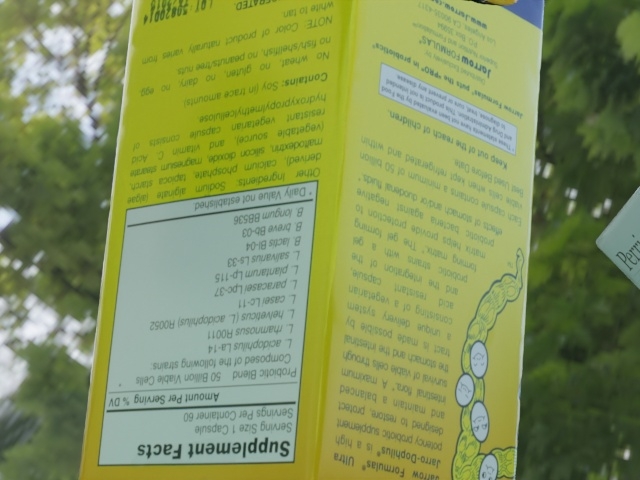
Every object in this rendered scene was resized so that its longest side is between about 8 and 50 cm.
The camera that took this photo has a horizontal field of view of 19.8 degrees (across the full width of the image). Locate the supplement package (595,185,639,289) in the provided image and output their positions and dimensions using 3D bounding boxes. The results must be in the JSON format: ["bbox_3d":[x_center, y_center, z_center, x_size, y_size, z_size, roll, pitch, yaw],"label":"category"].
[{"bbox_3d":[0.304,0.024,0.832,0.293,0.175,0.177,47,-21,10],"label":"supplement package"}]

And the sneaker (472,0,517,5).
[{"bbox_3d":[0.067,-0.158,0.777,0.083,0.215,0.084,23,-99,1],"label":"sneaker"}]

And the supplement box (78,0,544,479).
[{"bbox_3d":[0.000,0.000,1.132,0.194,0.195,0.357,-6,-107,41],"label":"supplement box"}]
